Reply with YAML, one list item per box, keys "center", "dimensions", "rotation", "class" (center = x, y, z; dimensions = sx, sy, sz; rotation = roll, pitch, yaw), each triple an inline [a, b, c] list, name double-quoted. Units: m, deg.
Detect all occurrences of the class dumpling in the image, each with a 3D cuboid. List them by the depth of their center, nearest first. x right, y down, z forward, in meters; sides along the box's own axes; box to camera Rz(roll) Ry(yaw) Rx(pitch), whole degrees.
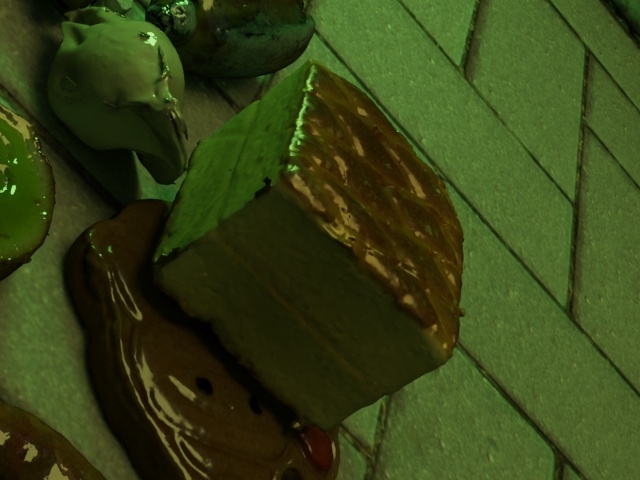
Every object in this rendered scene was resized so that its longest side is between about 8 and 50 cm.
- center: [-0.208, -0.145, 1.483]
  dimensions: [0.247, 0.142, 0.172]
  rotation: [50, -16, 39]
  class: "dumpling"

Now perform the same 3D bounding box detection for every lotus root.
- center: [-0.130, -0.275, 1.724]
  dimensions: [0.322, 0.140, 0.158]
  rotation: [-20, 103, -54]
  class: "lotus root"

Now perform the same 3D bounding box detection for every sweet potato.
- center: [-0.270, 0.174, 1.120]
  dimensions: [0.292, 0.097, 0.097]
  rotation: [40, 34, -21]
  class: "sweet potato"

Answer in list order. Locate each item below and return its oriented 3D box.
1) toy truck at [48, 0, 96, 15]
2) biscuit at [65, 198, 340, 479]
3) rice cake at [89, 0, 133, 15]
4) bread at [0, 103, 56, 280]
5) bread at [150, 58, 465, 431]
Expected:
- center: [-0.328, -0.367, 1.529]
  dimensions: [0.257, 0.127, 0.127]
  rotation: [49, 45, -13]
  class: "toy truck"
- center: [-0.110, 0.134, 1.429]
  dimensions: [0.359, 0.074, 0.381]
  rotation: [28, 37, -38]
  class: "biscuit"
- center: [-0.237, -0.343, 1.711]
  dimensions: [0.042, 0.045, 0.245]
  rotation: [43, 33, -25]
  class: "rice cake"
- center: [-0.344, -0.060, 1.254]
  dimensions: [0.236, 0.070, 0.236]
  rotation: [36, 35, -31]
  class: "bread"
- center: [0.000, 0.000, 1.445]
  dimensions: [0.279, 0.207, 0.279]
  rotation: [45, 28, -17]
  class: "bread"
